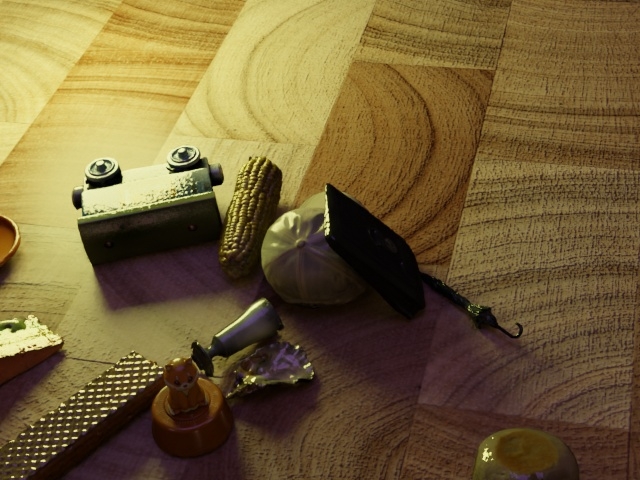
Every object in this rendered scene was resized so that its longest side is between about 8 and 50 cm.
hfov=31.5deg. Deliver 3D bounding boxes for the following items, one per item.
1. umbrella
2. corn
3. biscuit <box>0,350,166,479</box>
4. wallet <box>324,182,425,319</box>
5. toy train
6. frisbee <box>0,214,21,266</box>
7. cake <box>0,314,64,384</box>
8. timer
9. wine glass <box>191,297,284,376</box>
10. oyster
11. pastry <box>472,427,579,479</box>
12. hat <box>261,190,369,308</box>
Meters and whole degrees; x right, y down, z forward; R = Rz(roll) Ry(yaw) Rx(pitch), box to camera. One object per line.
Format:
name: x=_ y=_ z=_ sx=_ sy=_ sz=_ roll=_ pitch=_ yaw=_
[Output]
umbrella: x=0.243 y=0.112 z=1.974 sx=0.269 sy=0.044 sz=0.044 roll=30 pitch=89 yaw=43
corn: x=-0.133 y=-0.042 z=2.148 sx=0.101 sy=0.101 sz=0.292 roll=1 pitch=43 yaw=9
biscuit: x=-0.393 y=0.304 z=1.812 sx=0.094 sy=0.054 sz=0.378 roll=30 pitch=52 yaw=34
wallet: x=0.093 y=0.014 z=1.960 sx=0.052 sy=0.245 sz=0.169 roll=-32 pitch=35 yaw=26
toy train: x=-0.330 y=-0.076 z=2.186 sx=0.299 sy=0.131 sz=0.202 roll=-12 pitch=42 yaw=-3
frisbee: x=-0.675 y=0.017 z=2.199 sx=0.192 sy=0.035 sz=0.192 roll=-4 pitch=41 yaw=4
cake: x=-0.567 y=0.204 z=1.965 sx=0.225 sy=0.090 sz=0.109 roll=-15 pitch=35 yaw=-39
timer: x=-0.212 y=0.243 z=1.783 sx=0.132 sy=0.152 sz=0.132 roll=-4 pitch=41 yaw=3
wine glass: x=-0.143 y=0.165 z=1.931 sx=0.155 sy=0.072 sz=0.072 roll=-32 pitch=46 yaw=-26
oyster: x=-0.077 y=0.218 z=1.877 sx=0.121 sy=0.045 sz=0.146 roll=10 pitch=36 yaw=23
pastry: x=0.299 y=0.335 z=1.659 sx=0.156 sy=0.092 sz=0.156 roll=0 pitch=35 yaw=0
hat: x=0.002 y=-0.003 z=2.045 sx=0.232 sy=0.161 sz=0.275 roll=10 pitch=40 yaw=13
